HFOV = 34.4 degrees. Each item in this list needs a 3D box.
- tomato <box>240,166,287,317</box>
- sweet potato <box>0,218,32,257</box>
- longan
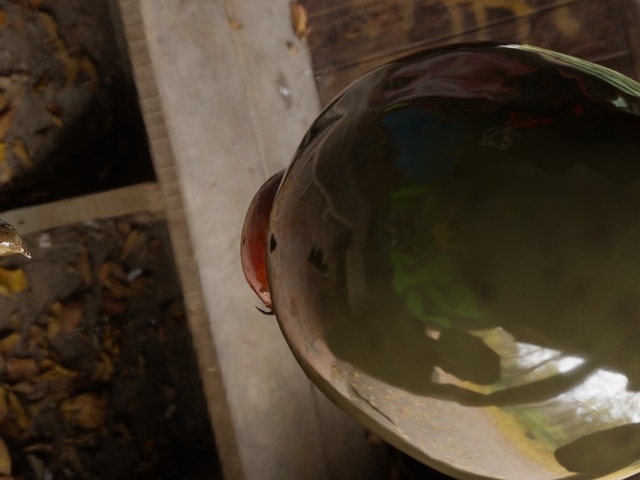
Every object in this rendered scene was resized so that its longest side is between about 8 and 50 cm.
[{"bbox_3d":[0.000,0.000,1.006,0.167,0.167,0.167,20,66,-52],"label":"tomato"},{"bbox_3d":[-0.506,-0.017,1.418,0.226,0.068,0.068,8,72,-23],"label":"sweet potato"},{"bbox_3d":[0.142,0.017,0.772,0.361,0.361,0.361,20,66,-52],"label":"longan"}]
